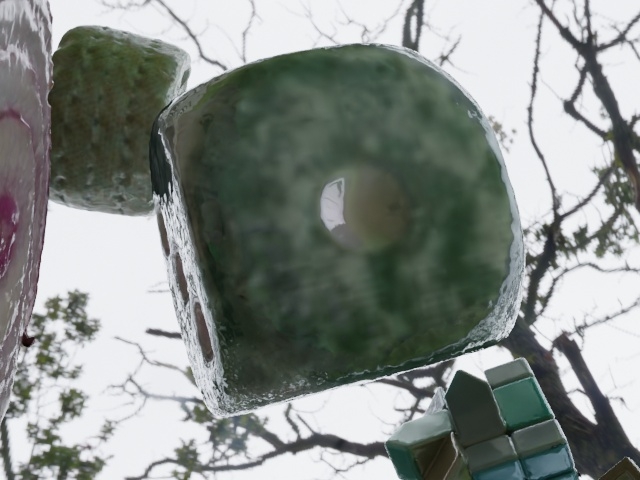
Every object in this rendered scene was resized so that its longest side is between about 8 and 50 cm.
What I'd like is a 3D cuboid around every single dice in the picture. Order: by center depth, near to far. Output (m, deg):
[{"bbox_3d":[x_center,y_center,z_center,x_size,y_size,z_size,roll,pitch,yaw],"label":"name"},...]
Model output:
[{"bbox_3d":[0.000,0.000,0.902,0.330,0.348,0.328,-12,-101,-15],"label":"dice"}]

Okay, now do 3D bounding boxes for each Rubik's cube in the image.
[{"bbox_3d":[0.205,0.289,1.021,0.213,0.265,0.224,-19,-156,7],"label":"Rubik's cube"}]

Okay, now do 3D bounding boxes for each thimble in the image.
[{"bbox_3d":[-0.319,-0.175,1.252,0.195,0.291,0.291,13,-107,-6],"label":"thimble"}]

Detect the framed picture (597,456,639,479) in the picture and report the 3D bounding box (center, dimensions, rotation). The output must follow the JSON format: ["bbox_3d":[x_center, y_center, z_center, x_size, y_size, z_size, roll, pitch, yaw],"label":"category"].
[{"bbox_3d":[0.274,0.334,0.791,0.203,0.015,0.150,-44,-131,12],"label":"framed picture"}]

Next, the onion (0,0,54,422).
[{"bbox_3d":[-0.276,-0.022,0.372,0.260,0.282,0.337,7,-83,-10],"label":"onion"}]
